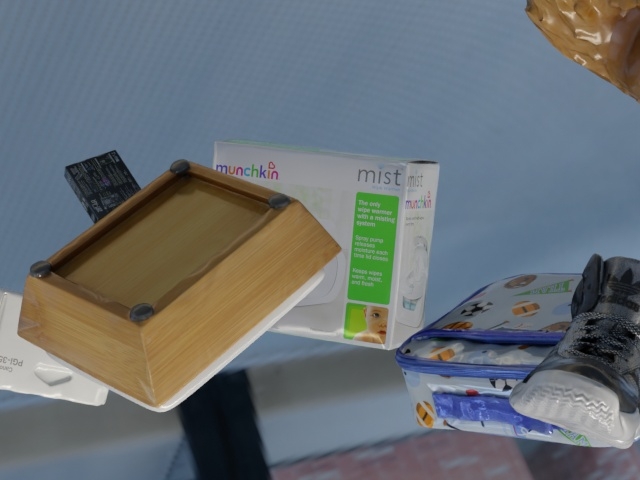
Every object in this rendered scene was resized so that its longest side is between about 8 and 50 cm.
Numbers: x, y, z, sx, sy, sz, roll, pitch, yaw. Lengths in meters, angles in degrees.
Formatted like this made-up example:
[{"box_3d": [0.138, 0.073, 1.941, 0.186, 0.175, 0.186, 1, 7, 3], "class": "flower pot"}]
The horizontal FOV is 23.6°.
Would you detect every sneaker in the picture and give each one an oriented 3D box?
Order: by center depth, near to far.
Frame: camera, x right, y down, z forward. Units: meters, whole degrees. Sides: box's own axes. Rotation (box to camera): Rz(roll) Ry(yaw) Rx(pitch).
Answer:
[{"box_3d": [0.229, 0.083, 1.247, 0.101, 0.153, 0.268, 18, 176, 16], "class": "sneaker"}]

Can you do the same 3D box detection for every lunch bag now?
[{"box_3d": [0.240, 0.119, 1.565, 0.303, 0.115, 0.243, -2, -161, 45], "class": "lunch bag"}]

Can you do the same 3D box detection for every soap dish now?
[{"box_3d": [-0.158, 0.037, 1.658, 0.291, 0.229, 0.118, -40, 134, -31], "class": "soap dish"}]

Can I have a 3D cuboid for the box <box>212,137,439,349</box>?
[{"box_3d": [0.000, 0.000, 1.906, 0.261, 0.231, 0.126, 8, -174, 23], "class": "box"}]

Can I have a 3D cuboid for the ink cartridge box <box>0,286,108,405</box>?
[{"box_3d": [-0.418, 0.115, 1.933, 0.283, 0.117, 0.207, 9, 174, 40], "class": "ink cartridge box"}]

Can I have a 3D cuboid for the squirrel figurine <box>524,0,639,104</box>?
[{"box_3d": [0.308, -0.177, 0.723, 0.370, 0.397, 0.281, -50, 172, 27], "class": "squirrel figurine"}]

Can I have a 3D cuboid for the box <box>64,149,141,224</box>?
[{"box_3d": [-0.246, -0.060, 1.758, 0.067, 0.083, 0.018, -22, 152, -28], "class": "box"}]
